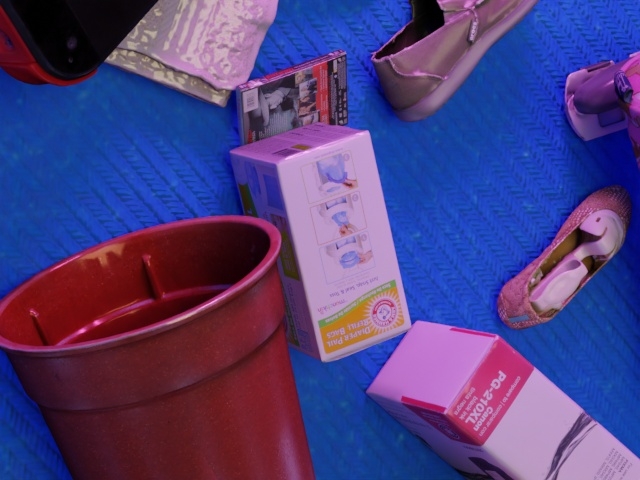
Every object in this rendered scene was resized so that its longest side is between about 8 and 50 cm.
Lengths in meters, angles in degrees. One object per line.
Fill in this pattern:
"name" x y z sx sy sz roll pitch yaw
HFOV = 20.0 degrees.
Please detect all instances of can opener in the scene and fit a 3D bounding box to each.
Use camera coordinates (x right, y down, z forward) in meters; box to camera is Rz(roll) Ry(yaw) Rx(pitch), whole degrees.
"can opener" 0.392 -0.177 1.946 0.283 0.095 0.076 -18 101 -17

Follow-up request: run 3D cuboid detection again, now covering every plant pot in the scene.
"plant pot" -0.130 0.153 1.643 0.272 0.272 0.265 -24 111 -22

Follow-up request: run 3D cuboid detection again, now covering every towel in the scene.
"towel" -0.121 -0.282 1.729 0.187 0.049 0.282 18 84 -25

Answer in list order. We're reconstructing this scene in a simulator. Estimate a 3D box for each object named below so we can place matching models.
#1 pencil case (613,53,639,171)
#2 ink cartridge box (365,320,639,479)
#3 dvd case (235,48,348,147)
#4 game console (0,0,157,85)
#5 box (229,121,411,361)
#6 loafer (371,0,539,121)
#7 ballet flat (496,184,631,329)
"pencil case" 0.406 -0.016 1.879 0.167 0.160 0.386 -28 121 -22
"ink cartridge box" 0.189 0.194 1.827 0.237 0.172 0.100 41 76 -21
"dvd case" -0.026 -0.132 1.776 0.119 0.013 0.087 -23 133 -23
"game console" -0.215 -0.356 1.535 0.342 0.060 0.386 -54 138 -25
"box" 0.000 0.000 1.753 0.103 0.114 0.203 -20 106 -23
"loafer" 0.142 -0.235 1.829 0.087 0.094 0.251 44 75 -25
"ballet flat" 0.273 0.020 1.916 0.206 0.067 0.073 -47 109 -16
